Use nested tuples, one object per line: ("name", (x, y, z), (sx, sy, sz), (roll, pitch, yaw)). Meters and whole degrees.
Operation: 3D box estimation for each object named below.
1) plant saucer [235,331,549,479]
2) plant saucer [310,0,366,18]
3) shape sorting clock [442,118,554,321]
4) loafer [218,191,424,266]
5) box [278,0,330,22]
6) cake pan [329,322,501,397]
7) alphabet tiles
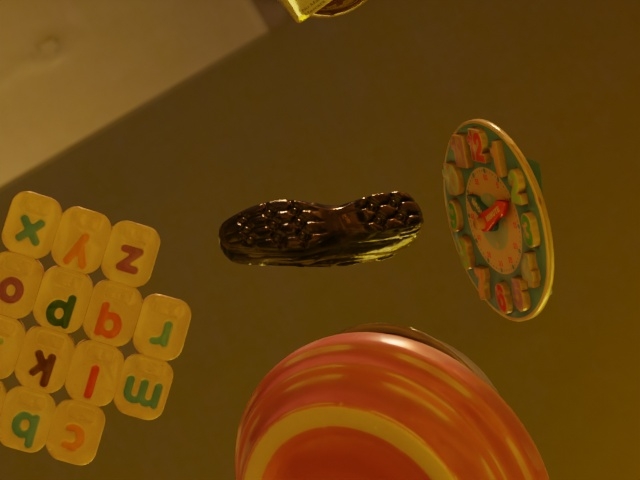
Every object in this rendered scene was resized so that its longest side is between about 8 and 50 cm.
("plant saucer", (0.052, 0.253, 1.423), (0.332, 0.332, 0.084), (60, -146, -2))
("plant saucer", (0.016, -0.347, 1.932), (0.168, 0.168, 0.029), (57, -176, -44))
("shape sorting clock", (0.171, -0.019, 1.514), (0.206, 0.040, 0.206), (169, 90, -70))
("loafer", (0.000, 0.000, 1.603), (0.078, 0.223, 0.076), (108, 149, -50))
("box", (-0.046, -0.317, 1.355), (0.094, 0.113, 0.275), (54, -176, 29))
("cake pan", (0.090, 0.228, 1.633), (0.054, 0.293, 0.293), (-12, -111, -53))
("alphabet tiles", (-0.295, 0.098, 1.693), (0.284, 0.278, 0.021), (16, -179, -7))
